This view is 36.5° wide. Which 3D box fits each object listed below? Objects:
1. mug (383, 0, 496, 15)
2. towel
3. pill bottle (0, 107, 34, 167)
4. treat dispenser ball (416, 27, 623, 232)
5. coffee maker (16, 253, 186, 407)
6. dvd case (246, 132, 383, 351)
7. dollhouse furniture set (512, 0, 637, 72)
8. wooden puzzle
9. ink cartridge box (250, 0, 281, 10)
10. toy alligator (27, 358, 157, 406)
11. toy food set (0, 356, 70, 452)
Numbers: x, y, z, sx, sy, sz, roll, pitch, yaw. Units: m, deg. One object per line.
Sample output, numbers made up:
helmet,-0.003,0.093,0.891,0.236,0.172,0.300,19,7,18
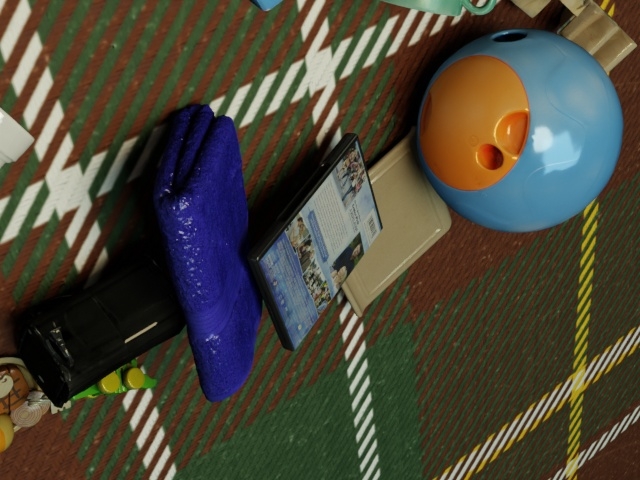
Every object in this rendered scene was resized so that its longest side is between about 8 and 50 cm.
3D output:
mug,0.139,-0.347,1.238,0.157,0.129,0.097,6,110,-19
towel,-0.125,0.014,1.182,0.076,0.228,0.308,-5,127,5
pill bottle,-0.408,-0.042,0.925,0.265,0.153,0.153,-50,138,-6
treat dispenser ball,0.280,-0.155,1.381,0.288,0.288,0.288,-23,129,-31
coffee maker,-0.250,0.106,1.153,0.178,0.171,0.120,-33,105,-31
dvd case,0.000,0.000,1.305,0.253,0.022,0.180,-52,141,-32
dollhouse furniture set,0.395,-0.506,1.368,0.394,0.256,0.362,-45,141,21
wooden puzzle,0.095,-0.029,1.485,0.239,0.044,0.221,-45,137,-17
ink cartridge box,-0.067,-0.468,0.918,0.285,0.166,0.395,-39,137,0
toy alligator,-0.292,0.176,1.248,0.189,0.056,0.051,-1,76,-46
toy food set,-0.392,0.203,1.183,0.192,0.038,0.132,-20,128,-33
